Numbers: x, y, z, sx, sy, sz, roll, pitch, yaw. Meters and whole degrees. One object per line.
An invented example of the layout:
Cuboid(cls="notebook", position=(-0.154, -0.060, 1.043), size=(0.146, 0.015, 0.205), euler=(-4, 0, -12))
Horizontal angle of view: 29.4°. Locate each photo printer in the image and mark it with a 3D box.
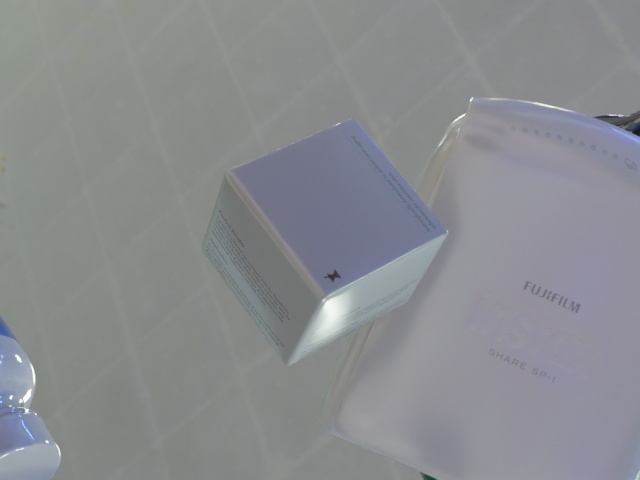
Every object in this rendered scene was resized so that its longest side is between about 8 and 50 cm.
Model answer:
Cuboid(cls="photo printer", position=(0.171, 0.053, 0.960), size=(0.256, 0.107, 0.307), euler=(24, -86, 2))

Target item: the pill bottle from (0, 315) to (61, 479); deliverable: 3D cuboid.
Cuboid(cls="pill bottle", position=(-0.267, 0.081, 0.812), size=(0.124, 0.124, 0.221), euler=(-47, -114, 17))

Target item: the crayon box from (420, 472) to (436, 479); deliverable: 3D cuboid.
Cuboid(cls="crayon box", position=(0.190, 0.181, 1.169), size=(0.083, 0.323, 0.203), euler=(-35, -111, 24))

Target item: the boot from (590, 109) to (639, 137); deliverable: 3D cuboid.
Cuboid(cls="boot", position=(0.333, -0.053, 1.132), size=(0.237, 0.085, 0.178), euler=(-11, -140, -6))

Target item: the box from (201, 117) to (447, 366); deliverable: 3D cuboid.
Cuboid(cls="box", position=(0.000, 0.000, 0.744), size=(0.101, 0.102, 0.087), euler=(53, -31, 19))
